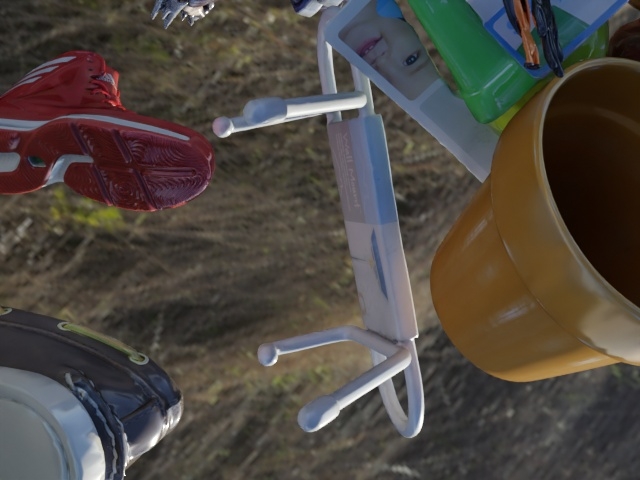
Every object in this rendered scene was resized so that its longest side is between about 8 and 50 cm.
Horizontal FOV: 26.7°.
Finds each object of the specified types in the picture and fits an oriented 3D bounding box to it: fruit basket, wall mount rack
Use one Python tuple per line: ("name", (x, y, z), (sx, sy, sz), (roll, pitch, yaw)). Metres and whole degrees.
("fruit basket", (0.234, -0.145, 0.971), (0.327, 0.165, 0.353), (-42, 110, 16))
("wall mount rack", (0.000, 0.000, 1.018), (0.130, 0.304, 0.350), (-12, 95, -11))

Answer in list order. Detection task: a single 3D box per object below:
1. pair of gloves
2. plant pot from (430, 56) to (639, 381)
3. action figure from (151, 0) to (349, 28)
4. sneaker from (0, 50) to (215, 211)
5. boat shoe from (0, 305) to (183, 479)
("pair of gloves", (0.120, -0.131, 0.774), (0.083, 0.010, 0.074), (-1, 77, -63))
("plant pot", (0.178, 0.008, 0.938), (0.205, 0.205, 0.188), (-14, 163, -36))
("action figure", (-0.083, -0.311, 1.568), (0.285, 0.185, 0.099), (-1, 73, -39))
("sneaker", (-0.159, -0.097, 0.997), (0.087, 0.221, 0.128), (74, 34, -43))
("boat shoe", (-0.228, 0.089, 0.864), (0.096, 0.324, 0.117), (-27, 117, -45))
